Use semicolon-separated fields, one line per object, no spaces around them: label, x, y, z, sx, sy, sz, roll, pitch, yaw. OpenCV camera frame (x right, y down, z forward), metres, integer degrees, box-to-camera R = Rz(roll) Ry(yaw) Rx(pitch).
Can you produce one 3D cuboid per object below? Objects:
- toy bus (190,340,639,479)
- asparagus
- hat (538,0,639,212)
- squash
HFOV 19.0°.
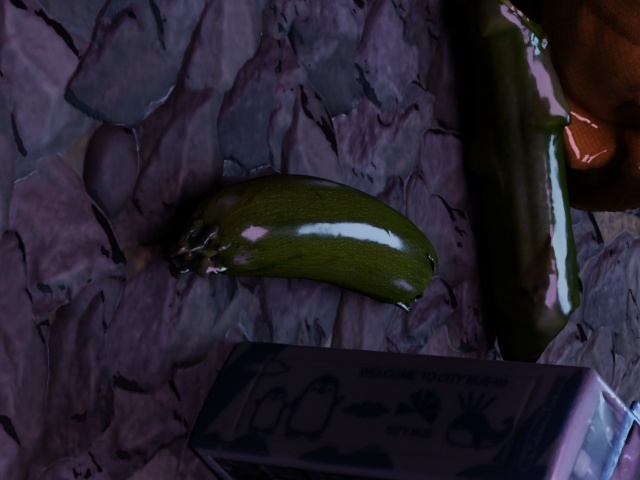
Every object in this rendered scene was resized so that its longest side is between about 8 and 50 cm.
toy bus;0.068;0.139;1.223;0.131;0.297;0.106;50;54;-39
asparagus;0.160;-0.064;1.521;0.082;0.085;0.343;-120;-159;-69
hat;0.255;-0.181;1.543;0.233;0.244;0.233;-43;114;-20
squash;0.002;-0.001;1.306;0.318;0.080;0.071;13;45;-57
